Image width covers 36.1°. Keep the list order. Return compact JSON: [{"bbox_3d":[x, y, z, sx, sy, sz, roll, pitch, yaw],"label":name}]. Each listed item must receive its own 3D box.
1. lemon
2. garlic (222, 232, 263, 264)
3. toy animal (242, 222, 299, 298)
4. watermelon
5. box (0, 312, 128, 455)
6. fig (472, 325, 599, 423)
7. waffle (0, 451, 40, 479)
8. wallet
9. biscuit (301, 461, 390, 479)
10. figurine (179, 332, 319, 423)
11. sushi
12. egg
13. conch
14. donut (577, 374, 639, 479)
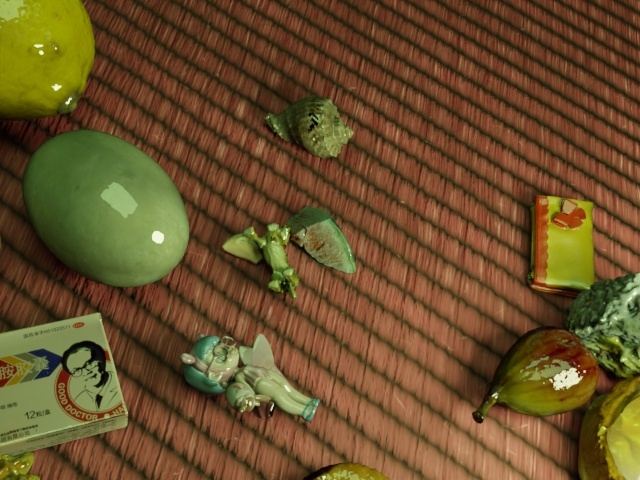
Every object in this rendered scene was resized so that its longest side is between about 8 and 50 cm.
[{"bbox_3d":[-0.626,-0.404,1.981,0.387,0.350,0.350,45,56,-2],"label":"lemon"},{"bbox_3d":[-0.150,0.013,1.964,0.083,0.041,0.053,28,59,0],"label":"garlic"},{"bbox_3d":[-0.075,0.046,1.925,0.073,0.136,0.181,-27,72,7],"label":"toy animal"},{"bbox_3d":[0.008,-0.005,2.005,0.180,0.081,0.094,37,81,21],"label":"watermelon"},{"bbox_3d":[-0.530,0.261,1.693,0.353,0.069,0.214,-10,58,-21],"label":"box"},{"bbox_3d":[0.384,0.268,1.825,0.274,0.145,0.170,-24,53,-25],"label":"fig"},{"bbox_3d":[-0.552,0.413,1.505,0.237,0.059,0.243,-1,45,-10],"label":"waffle"},{"bbox_3d":[0.514,0.007,2.090,0.141,0.067,0.241,10,54,-2],"label":"wallet"},{"bbox_3d":[0.042,0.479,1.653,0.220,0.066,0.220,6,54,-8],"label":"biscuit"},{"bbox_3d":[-0.131,0.264,1.739,0.260,0.103,0.205,26,29,2],"label":"figurine"},{"bbox_3d":[0.590,0.164,1.873,0.184,0.274,0.139,38,61,-12],"label":"sushi"},{"bbox_3d":[-0.400,-0.060,1.830,0.258,0.258,0.352,-33,66,-29],"label":"egg"},{"bbox_3d":[-0.021,-0.252,2.161,0.207,0.130,0.155,8,16,21],"label":"conch"},{"bbox_3d":[0.633,0.383,1.789,0.330,0.160,0.330,7,46,-8],"label":"donut"}]
